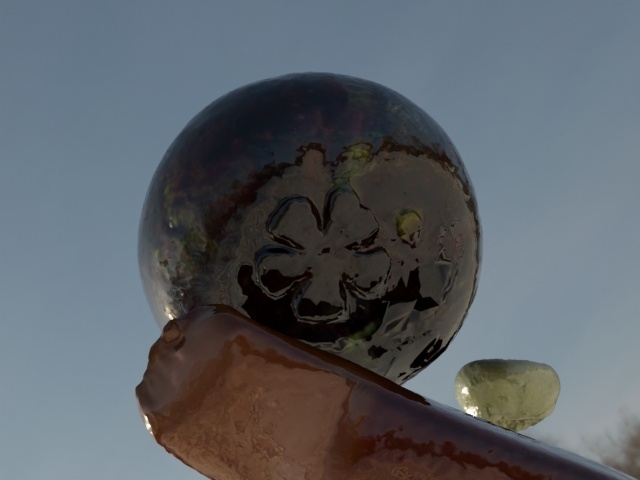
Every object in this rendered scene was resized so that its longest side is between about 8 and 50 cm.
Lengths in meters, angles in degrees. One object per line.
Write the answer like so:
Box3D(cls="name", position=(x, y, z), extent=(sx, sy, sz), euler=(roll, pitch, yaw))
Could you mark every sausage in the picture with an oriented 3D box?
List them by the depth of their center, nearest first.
Box3D(cls="sausage", position=(0.046, 0.121, 0.608), extent=(0.083, 0.300, 0.089), euler=(-23, -45, -78))

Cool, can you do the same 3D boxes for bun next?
Box3D(cls="bun", position=(0.149, 0.126, 0.928), extent=(0.086, 0.055, 0.086), euler=(0, -18, 0))

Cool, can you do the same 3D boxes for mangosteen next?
Box3D(cls="mangosteen", position=(0.000, 0.000, 0.820), extent=(0.231, 0.231, 0.289), euler=(-39, -4, 8))
